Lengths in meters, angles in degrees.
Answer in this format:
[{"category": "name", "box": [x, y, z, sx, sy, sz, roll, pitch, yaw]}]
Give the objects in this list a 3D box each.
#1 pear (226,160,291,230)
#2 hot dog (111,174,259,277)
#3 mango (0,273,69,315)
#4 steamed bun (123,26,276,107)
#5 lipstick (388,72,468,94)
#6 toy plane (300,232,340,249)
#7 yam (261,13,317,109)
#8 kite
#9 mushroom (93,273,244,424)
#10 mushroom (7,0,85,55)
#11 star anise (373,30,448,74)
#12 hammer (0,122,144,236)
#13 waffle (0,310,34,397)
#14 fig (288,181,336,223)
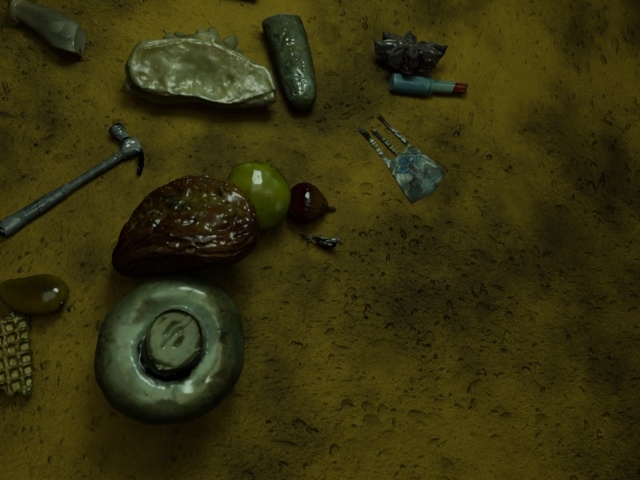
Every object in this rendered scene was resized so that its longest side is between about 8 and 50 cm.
[{"category": "pear", "box": [-0.173, -0.121, 1.375, 0.198, 0.198, 0.198, 4, 72, -12]}, {"category": "hot dog", "box": [-0.345, -0.026, 1.238, 0.387, 0.174, 0.267, -9, 43, 18]}, {"category": "mango", "box": [-0.701, 0.130, 1.233, 0.161, 0.076, 0.103, 6, 64, -7]}, {"category": "steamed bun", "box": [-0.347, -0.516, 1.486, 0.427, 0.189, 0.247, 0, 102, -12]}, {"category": "lipstick", "box": [0.367, -0.518, 1.687, 0.274, 0.061, 0.068, 2, 48, -12]}, {"category": "toy plane", "box": [0.000, 0.000, 1.450, 0.120, 0.049, 0.031, 11, 69, 9]}, {"category": "yam", "box": [-0.088, -0.560, 1.567, 0.133, 0.133, 0.330, -11, 77, -16]}, {"category": "kite", "box": [0.263, -0.275, 1.615, 0.169, 0.015, 0.310, -35, 85, -20]}, {"category": "mushroom", "box": [-0.342, 0.251, 1.179, 0.352, 0.260, 0.352, 4, 74, -16]}, {"category": "mushroom", "box": [-0.769, -0.611, 1.447, 0.247, 0.096, 0.108, 34, 69, 4]}, {"category": "star anise", "box": [0.294, -0.606, 1.662, 0.235, 0.109, 0.223, -11, 39, -18]}, {"category": "hammer", "box": [-0.669, -0.153, 1.353, 0.427, 0.044, 0.152, -37, 85, -19]}, {"category": "waffle", "box": [-0.728, 0.267, 1.201, 0.160, 0.046, 0.192, 20, 67, -3]}, {"category": "fig", "box": [-0.035, -0.107, 1.463, 0.119, 0.153, 0.119, 0, 91, 26]}]
